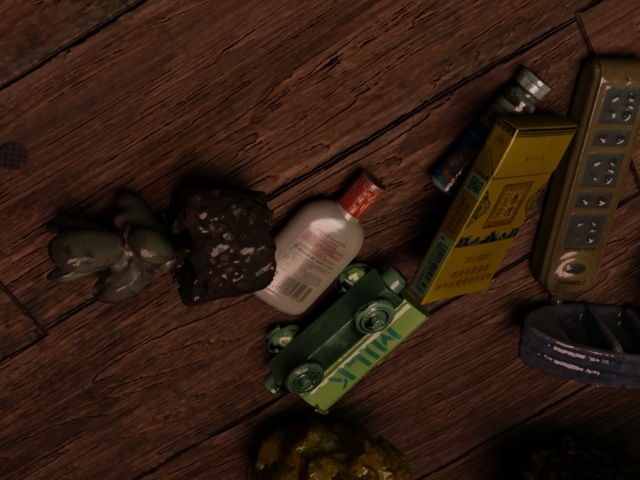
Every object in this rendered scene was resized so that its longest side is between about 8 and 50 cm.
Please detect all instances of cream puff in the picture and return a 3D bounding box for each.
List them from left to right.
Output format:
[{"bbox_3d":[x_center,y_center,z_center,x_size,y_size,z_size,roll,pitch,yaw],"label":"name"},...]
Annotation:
[{"bbox_3d":[0.015,0.366,1.448,0.196,0.244,0.244,-38,130,-28],"label":"cream puff"}]

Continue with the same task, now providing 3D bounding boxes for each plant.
[{"bbox_3d":[-0.194,0.004,1.194,0.275,0.149,0.146,-4,160,-8],"label":"plant"}]

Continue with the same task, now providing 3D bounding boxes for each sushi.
[{"bbox_3d":[0.456,0.478,1.544,0.299,0.294,0.281,0,106,-61],"label":"sushi"}]

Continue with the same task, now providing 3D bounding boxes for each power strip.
[{"bbox_3d":[0.368,-0.067,1.352,0.092,0.066,0.387,0,122,-12],"label":"power strip"}]

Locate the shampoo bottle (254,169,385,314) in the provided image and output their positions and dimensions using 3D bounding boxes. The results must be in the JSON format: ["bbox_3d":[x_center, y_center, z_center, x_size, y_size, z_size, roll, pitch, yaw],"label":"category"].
[{"bbox_3d":[0.000,0.000,1.301,0.108,0.051,0.221,34,108,-25],"label":"shampoo bottle"}]

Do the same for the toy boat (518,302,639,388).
[{"bbox_3d":[0.418,0.153,1.467,0.283,0.127,0.078,5,126,-20],"label":"toy boat"}]

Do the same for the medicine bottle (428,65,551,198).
[{"bbox_3d":[0.220,-0.138,1.275,0.051,0.051,0.191,30,109,-29],"label":"medicine bottle"}]

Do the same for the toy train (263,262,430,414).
[{"bbox_3d":[0.041,0.143,1.383,0.253,0.105,0.157,-43,134,12],"label":"toy train"}]

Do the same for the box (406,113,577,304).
[{"bbox_3d":[0.225,-0.041,1.297,0.153,0.041,0.278,-9,133,-46],"label":"box"}]
